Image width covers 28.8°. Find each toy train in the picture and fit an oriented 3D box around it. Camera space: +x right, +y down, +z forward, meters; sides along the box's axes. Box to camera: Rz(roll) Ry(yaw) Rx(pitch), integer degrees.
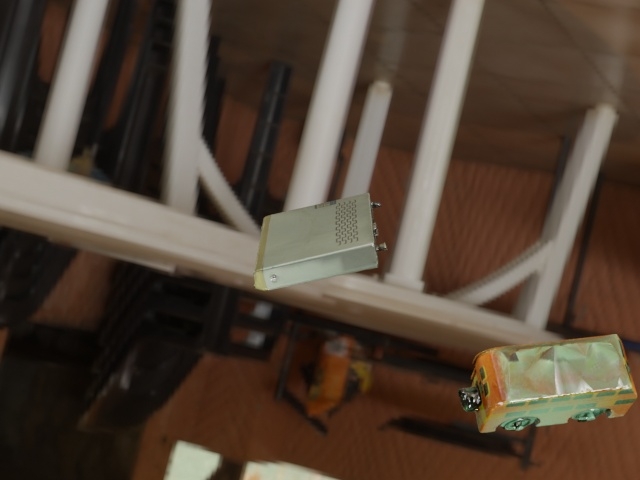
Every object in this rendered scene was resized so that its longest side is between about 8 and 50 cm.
[{"bbox_3d":[0.243,0.155,1.323,0.188,0.072,0.099,-6,155,-7],"label":"toy train"}]

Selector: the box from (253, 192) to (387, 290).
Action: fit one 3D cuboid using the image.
[{"bbox_3d":[0.000,0.000,1.958,0.211,0.045,0.270,-13,-162,3],"label":"box"}]
